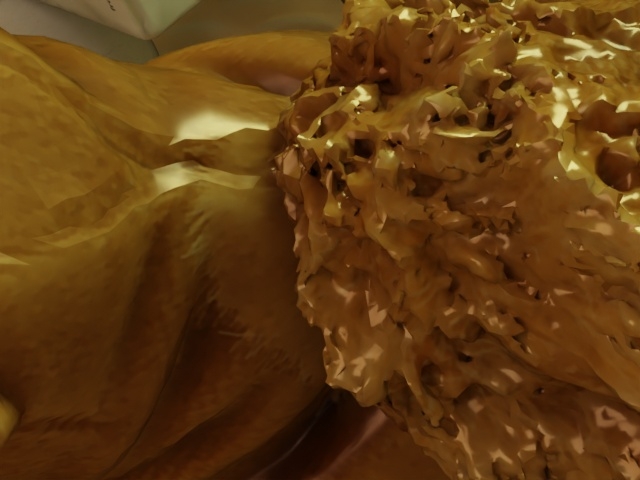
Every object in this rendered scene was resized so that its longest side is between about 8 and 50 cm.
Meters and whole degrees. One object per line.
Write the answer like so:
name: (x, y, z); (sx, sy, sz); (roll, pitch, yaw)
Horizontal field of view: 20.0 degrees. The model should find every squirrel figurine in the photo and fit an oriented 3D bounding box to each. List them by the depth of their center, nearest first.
squirrel figurine: (0.000, 0.000, 0.569); (0.397, 0.370, 0.281); (-18, 66, 35)

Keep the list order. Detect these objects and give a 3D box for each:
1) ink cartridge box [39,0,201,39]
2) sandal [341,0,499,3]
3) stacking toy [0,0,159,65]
ink cartridge box: (-0.104, -0.218, 0.863); (0.197, 0.114, 0.273); (-42, 37, -17)
sandal: (0.085, -0.133, 0.760); (0.079, 0.088, 0.240); (-31, 13, -20)
stacking toy: (-0.239, 0.012, 0.787); (0.351, 0.350, 0.480); (-4, 30, 42)
